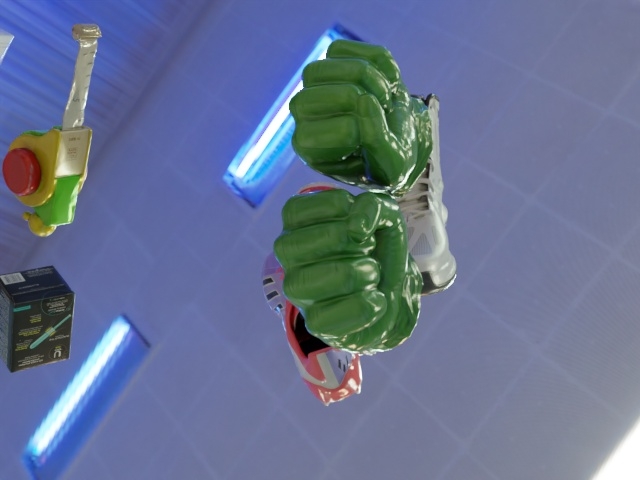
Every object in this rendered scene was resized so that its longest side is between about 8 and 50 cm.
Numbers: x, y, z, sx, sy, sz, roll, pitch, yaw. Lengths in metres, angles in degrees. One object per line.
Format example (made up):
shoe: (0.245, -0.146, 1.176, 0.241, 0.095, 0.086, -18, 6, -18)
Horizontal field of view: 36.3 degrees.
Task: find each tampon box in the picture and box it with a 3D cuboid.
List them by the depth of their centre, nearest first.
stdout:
tampon box: (-0.546, 0.148, 1.852, 0.101, 0.120, 0.161, 42, -50, 40)

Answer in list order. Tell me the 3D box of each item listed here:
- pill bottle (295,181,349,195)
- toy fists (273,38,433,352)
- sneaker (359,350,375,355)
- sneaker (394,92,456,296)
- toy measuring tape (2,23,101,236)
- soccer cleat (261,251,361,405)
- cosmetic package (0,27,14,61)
pill bottle: (0.000, 0.000, 1.659, 0.108, 0.108, 0.180, -21, -133, 31)
toy fists: (0.033, -0.041, 0.852, 0.096, 0.142, 0.279, -7, -112, 38)
sneaker: (0.044, 0.165, 1.514, 0.109, 0.044, 0.040, -31, -116, 57)
sneaker: (0.117, -0.090, 1.545, 0.169, 0.257, 0.447, -6, -159, 9)
toy measuring tape: (-0.391, -0.163, 1.411, 0.121, 0.121, 0.330, 35, -61, 43)
soccer cleat: (-0.016, 0.077, 1.113, 0.083, 0.095, 0.248, -21, -137, -3)
cosmetic package: (-0.779, -0.276, 1.944, 0.385, 0.156, 0.217, -60, -170, 5)
